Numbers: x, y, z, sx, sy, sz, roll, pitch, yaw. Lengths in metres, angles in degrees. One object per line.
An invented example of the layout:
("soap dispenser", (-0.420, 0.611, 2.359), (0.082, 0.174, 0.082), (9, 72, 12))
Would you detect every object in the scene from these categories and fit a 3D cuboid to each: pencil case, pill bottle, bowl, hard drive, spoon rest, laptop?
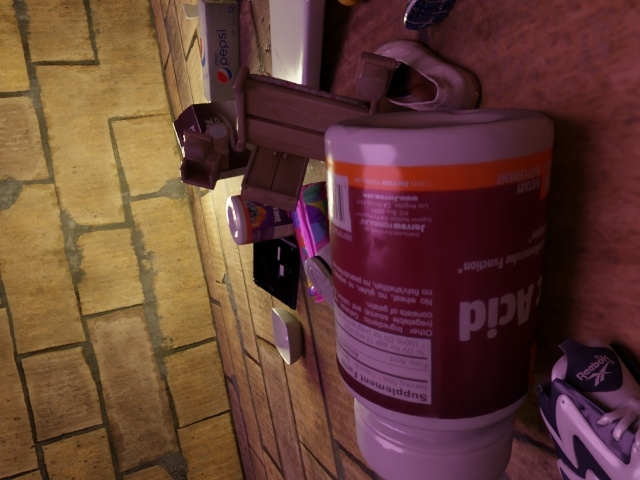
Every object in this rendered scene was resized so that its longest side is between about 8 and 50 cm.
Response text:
("pencil case", (0.000, 0.000, 0.982), (0.104, 0.104, 0.236), (157, 100, -67))
("pill bottle", (-0.098, -0.059, 1.062), (0.108, 0.193, 0.108), (168, 90, -67))
("bowl", (-0.094, 0.271, 1.406), (0.142, 0.053, 0.142), (-146, 49, -59))
("pill bottle", (0.126, 0.062, 0.545), (0.224, 0.224, 0.392), (-148, 50, -60))
("hard drive", (-0.050, -0.374, 0.919), (0.307, 0.040, 0.203), (97, 153, -59))
("spoon rest", (-0.330, -0.776, 1.435), (0.276, 0.084, 0.137), (-39, 66, 51))
("laptop", (-0.124, 0.024, 1.405), (0.264, 0.136, 0.234), (29, 133, 28))

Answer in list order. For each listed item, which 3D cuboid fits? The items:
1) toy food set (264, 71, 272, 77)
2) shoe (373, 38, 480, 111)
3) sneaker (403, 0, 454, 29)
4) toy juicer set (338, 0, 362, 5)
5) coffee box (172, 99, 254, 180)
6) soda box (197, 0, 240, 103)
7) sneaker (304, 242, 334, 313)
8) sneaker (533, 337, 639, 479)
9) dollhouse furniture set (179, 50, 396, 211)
("toy food set", (-0.102, -0.295, 1.171), (0.132, 0.038, 0.192), (43, 134, 44))
("shoe", (0.117, -0.218, 0.641), (0.219, 0.058, 0.077), (-132, 37, -51))
("sneaker", (0.136, -0.315, 0.573), (0.135, 0.052, 0.058), (122, 142, -50))
("toy juicer set", (0.026, -0.467, 0.730), (0.209, 0.089, 0.329), (65, 177, -25))
("coffee box", (-0.165, -0.216, 1.034), (0.098, 0.246, 0.141), (-17, 93, 49))
("soda box", (-0.292, -0.545, 1.409), (0.091, 0.098, 0.286), (-127, 32, -46))
("sneaker", (0.072, 0.108, 0.895), (0.235, 0.095, 0.090), (57, 151, 0))
("sneaker", (0.270, 0.151, 0.411), (0.153, 0.094, 0.235), (63, 165, 13))
("dollhouse furniture set", (-0.068, -0.218, 0.756), (0.355, 0.303, 0.174), (108, 175, -62))
